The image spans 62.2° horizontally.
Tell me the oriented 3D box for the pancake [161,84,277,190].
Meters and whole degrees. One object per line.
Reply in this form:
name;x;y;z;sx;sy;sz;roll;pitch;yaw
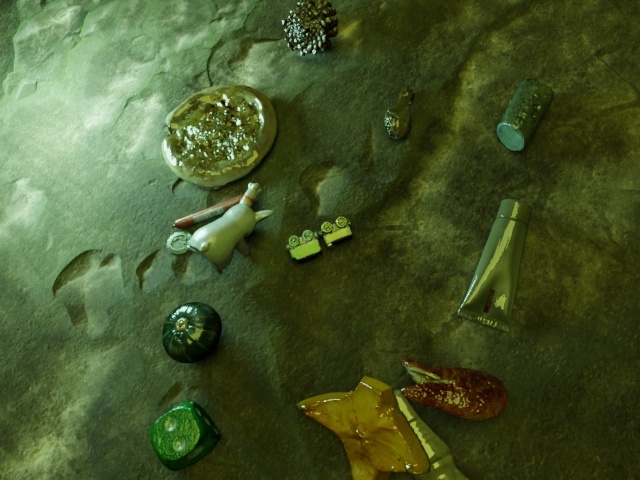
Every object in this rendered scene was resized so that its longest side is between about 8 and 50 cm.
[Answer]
pancake;-0.329;-0.336;1.676;0.382;0.071;0.382;-2;68;6

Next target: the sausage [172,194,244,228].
sausage;-0.330;-0.086;1.598;0.253;0.034;0.034;-20;67;-1

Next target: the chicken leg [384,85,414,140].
chicken leg;0.247;-0.398;1.624;0.085;0.069;0.198;15;65;12

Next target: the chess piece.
chess piece;0.243;0.493;1.236;0.137;0.137;0.300;-28;69;-4

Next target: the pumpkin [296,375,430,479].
pumpkin;0.100;0.447;1.245;0.258;0.095;0.290;-49;64;34

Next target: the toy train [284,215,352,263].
toy train;0.000;0.000;1.506;0.202;0.060;0.081;-22;74;-1

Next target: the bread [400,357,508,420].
bread;0.324;0.353;1.269;0.269;0.095;0.139;18;30;-7

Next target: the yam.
yam;0.590;-0.363;1.542;0.107;0.107;0.194;28;76;17

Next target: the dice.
dice;-0.339;0.486;1.323;0.131;0.128;0.120;-38;67;-6

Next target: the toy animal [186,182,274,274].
toy animal;-0.245;-0.033;1.523;0.140;0.138;0.282;38;56;11

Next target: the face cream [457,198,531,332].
face cream;0.478;0.060;1.411;0.137;0.084;0.341;19;79;5

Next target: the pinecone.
pinecone;-0.028;-0.700;1.733;0.179;0.150;0.195;15;71;14

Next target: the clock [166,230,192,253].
clock;-0.421;0.006;1.586;0.083;0.010;0.074;-12;68;4

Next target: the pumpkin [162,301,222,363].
pumpkin;-0.344;0.246;1.419;0.167;0.125;0.167;-3;66;6
